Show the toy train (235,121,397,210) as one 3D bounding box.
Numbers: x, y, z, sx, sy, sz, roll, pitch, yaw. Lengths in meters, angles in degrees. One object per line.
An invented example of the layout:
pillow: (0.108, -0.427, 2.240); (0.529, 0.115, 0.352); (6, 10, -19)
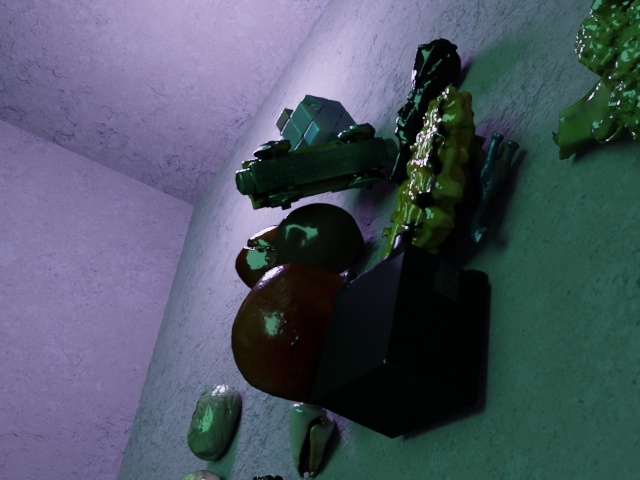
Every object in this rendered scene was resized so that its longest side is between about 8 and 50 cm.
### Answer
toy train: (-0.019, -0.168, 1.764); (0.253, 0.397, 0.160); (168, 88, -74)

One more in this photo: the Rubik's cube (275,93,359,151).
Rubik's cube: (-0.009, -0.265, 2.064); (0.213, 0.224, 0.265); (-56, 47, 30)

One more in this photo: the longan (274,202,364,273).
longan: (0.000, 0.000, 1.737); (0.212, 0.198, 0.198); (-20, 43, 32)

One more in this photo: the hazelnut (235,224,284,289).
hazelnut: (-0.134, 0.049, 2.070); (0.212, 0.181, 0.181); (-59, -3, -13)

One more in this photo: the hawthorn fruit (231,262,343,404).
hawthorn fruit: (-0.017, 0.185, 1.435); (0.311, 0.295, 0.295); (6, 71, 42)

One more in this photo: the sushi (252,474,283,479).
sushi: (-0.113, 0.556, 1.582); (0.083, 0.056, 0.084); (-31, 37, 47)

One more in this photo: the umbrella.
umbrella: (0.226, -0.290, 1.664); (0.118, 0.118, 0.340); (-136, 63, -70)

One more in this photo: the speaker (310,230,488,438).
speaker: (0.133, 0.160, 1.206); (0.232, 0.184, 0.254); (-41, 27, 50)

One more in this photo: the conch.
conch: (-0.026, 0.397, 1.483); (0.104, 0.094, 0.176); (14, 82, 35)

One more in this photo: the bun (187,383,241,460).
bun: (-0.312, 0.513, 2.078); (0.221, 0.108, 0.221); (-52, 23, 34)

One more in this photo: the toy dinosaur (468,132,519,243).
toy dinosaur: (0.278, -0.096, 1.300); (0.248, 0.075, 0.188); (-138, 71, -77)

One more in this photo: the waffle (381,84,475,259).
waffle: (0.196, -0.093, 1.387); (0.382, 0.095, 0.379); (113, 173, -55)

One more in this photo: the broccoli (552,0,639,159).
broccoli: (0.401, -0.246, 0.976); (0.302, 0.186, 0.254); (16, 91, 65)

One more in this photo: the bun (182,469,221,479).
bun: (-0.320, 0.683, 1.913); (0.164, 0.111, 0.188); (-51, 13, -11)
